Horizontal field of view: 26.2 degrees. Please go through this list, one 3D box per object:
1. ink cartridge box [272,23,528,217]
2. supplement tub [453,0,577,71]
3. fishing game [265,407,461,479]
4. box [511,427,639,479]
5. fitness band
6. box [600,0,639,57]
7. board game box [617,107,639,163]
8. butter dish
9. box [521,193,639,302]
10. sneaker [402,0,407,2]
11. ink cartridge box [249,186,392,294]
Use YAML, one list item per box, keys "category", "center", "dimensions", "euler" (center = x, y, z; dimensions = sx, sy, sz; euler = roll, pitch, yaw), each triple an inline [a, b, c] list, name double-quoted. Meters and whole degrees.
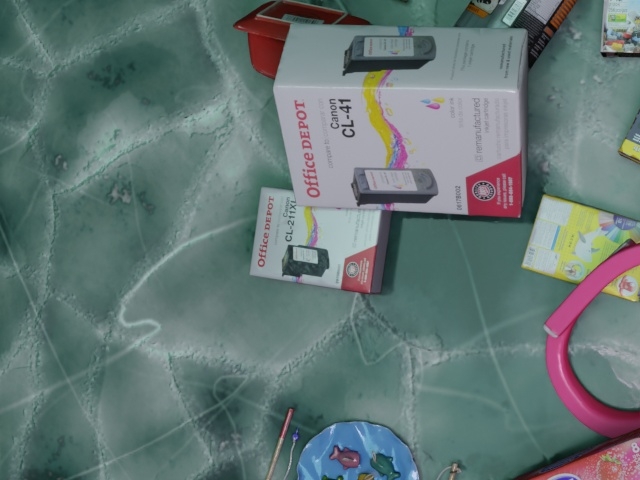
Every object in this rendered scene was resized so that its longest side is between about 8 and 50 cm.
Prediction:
- category: "ink cartridge box"
  center: [0.111, -0.152, 1.766]
  dimensions: [0.306, 0.226, 0.131]
  euler: [1, 47, 11]
- category: "supplement tub"
  center: [0.266, -0.314, 1.802]
  dimensions: [0.117, 0.117, 0.190]
  euler: [36, 96, 14]
- category: "fishing game"
  center: [0.045, 0.340, 1.875]
  dimensions: [0.264, 0.041, 0.189]
  euler: [20, 94, 18]
- category: "box"
  center: [0.337, 0.326, 1.713]
  dimensions: [0.257, 0.128, 0.122]
  euler: [-29, 80, 32]
- category: "fitness band"
  center: [0.404, 0.123, 1.725]
  dimensions: [0.209, 0.054, 0.291]
  euler: [46, 123, 12]
- category: "box"
  center: [0.471, -0.294, 1.785]
  dimensions: [0.207, 0.036, 0.114]
  euler: [3, 88, 16]
- category: "board game box"
  center: [0.490, -0.138, 1.768]
  dimensions: [0.170, 0.048, 0.141]
  euler: [28, 97, 14]
- category: "butter dish"
  center: [-0.029, -0.254, 1.882]
  dimensions: [0.160, 0.160, 0.118]
  euler: [14, 115, 13]
- category: "box"
  center: [0.364, 0.013, 1.800]
  dimensions: [0.179, 0.043, 0.105]
  euler: [18, 92, 18]
- category: "sneaker"
  center: [0.080, -0.382, 1.895]
  dimensions: [0.118, 0.042, 0.067]
  euler: [28, 99, 7]
- category: "ink cartridge box"
  center: [0.000, 0.000, 1.885]
  dimensions: [0.175, 0.072, 0.127]
  euler: [8, 91, 15]
